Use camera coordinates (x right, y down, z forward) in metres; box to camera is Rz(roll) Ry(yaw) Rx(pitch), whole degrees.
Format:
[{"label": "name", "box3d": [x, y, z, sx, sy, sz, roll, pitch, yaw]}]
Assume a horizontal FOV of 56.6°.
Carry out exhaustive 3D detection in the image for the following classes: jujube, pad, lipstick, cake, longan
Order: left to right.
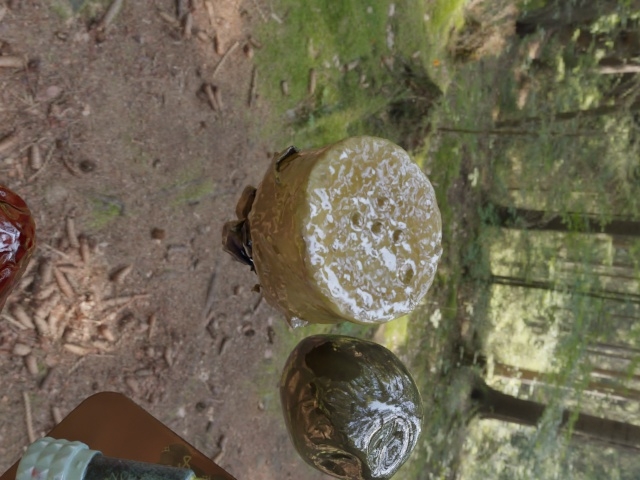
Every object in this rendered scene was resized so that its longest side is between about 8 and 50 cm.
[{"label": "jujube", "box3d": [-0.447, 0.030, 0.738, 0.230, 0.155, 0.155, -44, 154, 15]}, {"label": "lipstick", "box3d": [-0.107, 0.135, 0.331, 0.037, 0.116, 0.037, 6, 90, -83]}, {"label": "pad", "box3d": [-0.160, 0.257, 0.521, 0.181, 0.267, 0.004, -46, 158, -39]}, {"label": "cake", "box3d": [0.003, -0.008, 1.066, 0.332, 0.321, 0.332, 2, 86, -37]}, {"label": "longan", "box3d": [0.061, 0.321, 1.167, 0.350, 0.288, 0.288, 53, 50, -47]}]
